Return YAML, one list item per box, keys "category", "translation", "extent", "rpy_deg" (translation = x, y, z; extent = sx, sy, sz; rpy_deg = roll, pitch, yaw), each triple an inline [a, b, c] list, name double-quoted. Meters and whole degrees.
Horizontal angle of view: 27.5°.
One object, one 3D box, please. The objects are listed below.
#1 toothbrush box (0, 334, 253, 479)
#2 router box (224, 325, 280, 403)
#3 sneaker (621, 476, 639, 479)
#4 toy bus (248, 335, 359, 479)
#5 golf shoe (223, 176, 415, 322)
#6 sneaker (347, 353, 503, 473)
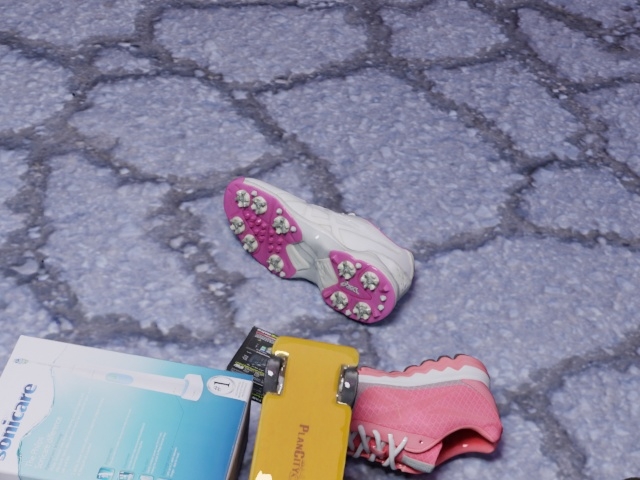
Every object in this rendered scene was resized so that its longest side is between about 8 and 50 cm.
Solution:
- category: "toothbrush box"
  translation: [-0.244, 0.247, 1.537]
  extent: [0.296, 0.126, 0.216]
  rpy_deg: [10, 39, 2]
- category: "router box"
  translation: [-0.056, 0.174, 1.726]
  extent: [0.123, 0.038, 0.092]
  rpy_deg: [22, 45, 12]
- category: "sneaker"
  translation: [0.354, 0.338, 1.572]
  extent: [0.083, 0.118, 0.222]
  rpy_deg: [35, 49, 24]
- category: "toy bus"
  translation: [-0.029, 0.282, 1.487]
  extent: [0.108, 0.130, 0.332]
  rpy_deg: [8, 60, 1]
- category: "golf shoe"
  translation: [0.000, 0.000, 1.884]
  extent: [0.306, 0.115, 0.140]
  rpy_deg: [35, 38, 16]
- category: "sneaker"
  translation: [0.088, 0.232, 1.639]
  extent: [0.314, 0.116, 0.136]
  rpy_deg: [-9, 50, -18]
